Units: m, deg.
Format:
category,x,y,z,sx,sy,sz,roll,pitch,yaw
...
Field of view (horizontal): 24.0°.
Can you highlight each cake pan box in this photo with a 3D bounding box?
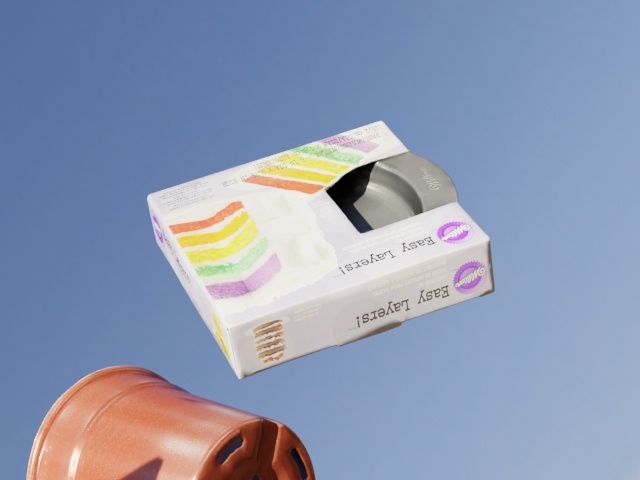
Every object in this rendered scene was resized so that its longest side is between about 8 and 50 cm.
category,x,y,z,sx,sy,sz,roll,pitch,yaw
cake pan box,0.000,0.000,1.400,0.266,0.246,0.070,-17,-52,-13

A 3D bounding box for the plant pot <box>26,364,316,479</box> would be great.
category,x,y,z,sx,sy,sz,roll,pitch,yaw
plant pot,-0.165,0.299,1.802,0.272,0.265,0.272,-3,-85,-44
